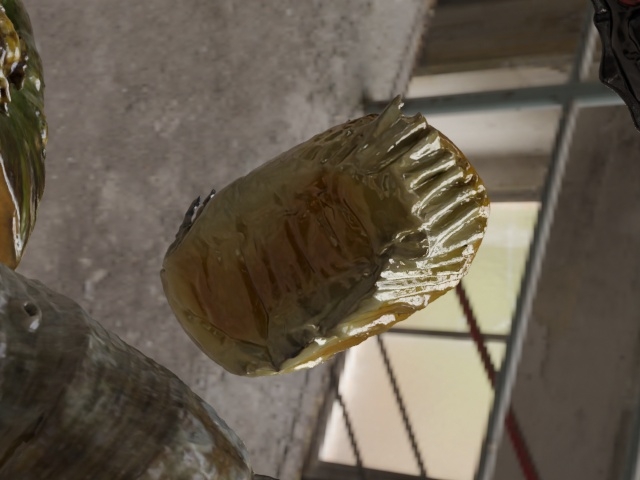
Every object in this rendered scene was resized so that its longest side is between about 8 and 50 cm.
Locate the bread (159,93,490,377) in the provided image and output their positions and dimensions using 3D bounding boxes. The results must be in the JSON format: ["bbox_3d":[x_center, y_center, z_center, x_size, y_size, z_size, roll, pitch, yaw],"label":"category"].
[{"bbox_3d":[0.005,0.012,1.404,0.183,0.388,0.236,-31,95,-49],"label":"bread"}]

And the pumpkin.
[{"bbox_3d":[-0.277,-0.155,0.976,0.290,0.095,0.258,71,4,-53],"label":"pumpkin"}]

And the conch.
[{"bbox_3d":[-0.148,0.145,0.701,0.210,0.297,0.352,10,63,-40],"label":"conch"}]

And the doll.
[{"bbox_3d":[0.229,-0.161,0.904,0.127,0.088,0.249,-52,124,-47],"label":"doll"}]
